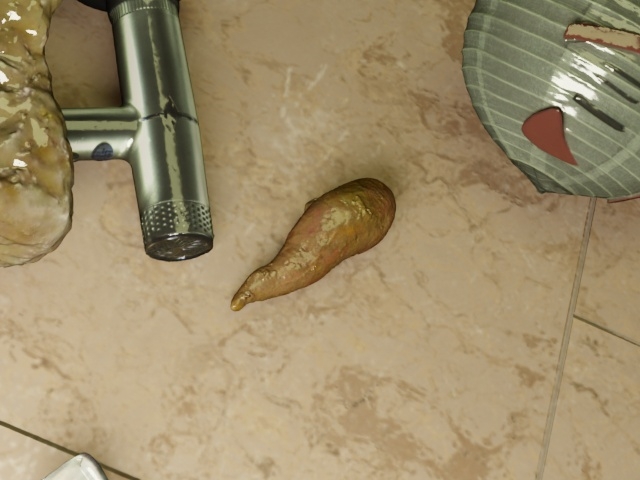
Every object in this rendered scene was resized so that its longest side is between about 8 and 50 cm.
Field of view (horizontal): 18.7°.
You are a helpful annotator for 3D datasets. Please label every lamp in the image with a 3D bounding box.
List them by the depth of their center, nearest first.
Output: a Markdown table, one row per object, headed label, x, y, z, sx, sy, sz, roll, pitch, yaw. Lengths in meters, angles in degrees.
| label | x | y | z | sx | sy | sz | roll | pitch | yaw |
| --- | --- | --- | --- | --- | --- | --- | --- | --- | --- |
| lamp | 0.257 | -0.148 | 1.813 | 0.265 | 0.233 | 0.233 | 26 | 47 | -23 |

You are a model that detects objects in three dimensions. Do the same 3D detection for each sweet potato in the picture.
| label | x | y | z | sx | sy | sz | roll | pitch | yaw |
| --- | --- | --- | --- | --- | --- | --- | --- | --- | --- |
| sweet potato | 0.004 | -0.004 | 1.685 | 0.068 | 0.068 | 0.226 | 45 | 50 | 11 |

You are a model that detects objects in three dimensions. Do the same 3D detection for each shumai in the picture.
| label | x | y | z | sx | sy | sz | roll | pitch | yaw |
| --- | --- | --- | --- | --- | --- | --- | --- | --- | --- |
| shumai | -0.310 | -0.159 | 1.519 | 0.346 | 0.217 | 0.283 | 28 | 62 | -3 |

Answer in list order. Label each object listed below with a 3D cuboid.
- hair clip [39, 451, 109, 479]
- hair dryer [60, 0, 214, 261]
| label | x | y | z | sx | sy | sz | roll | pitch | yaw |
| --- | --- | --- | --- | --- | --- | --- | --- | --- | --- |
| hair clip | -0.130 | 0.260 | 1.416 | 0.218 | 0.071 | 0.159 | 38 | 51 | 13 |
| hair dryer | -0.218 | -0.156 | 1.644 | 0.284 | 0.155 | 0.320 | 15 | 58 | -28 |
